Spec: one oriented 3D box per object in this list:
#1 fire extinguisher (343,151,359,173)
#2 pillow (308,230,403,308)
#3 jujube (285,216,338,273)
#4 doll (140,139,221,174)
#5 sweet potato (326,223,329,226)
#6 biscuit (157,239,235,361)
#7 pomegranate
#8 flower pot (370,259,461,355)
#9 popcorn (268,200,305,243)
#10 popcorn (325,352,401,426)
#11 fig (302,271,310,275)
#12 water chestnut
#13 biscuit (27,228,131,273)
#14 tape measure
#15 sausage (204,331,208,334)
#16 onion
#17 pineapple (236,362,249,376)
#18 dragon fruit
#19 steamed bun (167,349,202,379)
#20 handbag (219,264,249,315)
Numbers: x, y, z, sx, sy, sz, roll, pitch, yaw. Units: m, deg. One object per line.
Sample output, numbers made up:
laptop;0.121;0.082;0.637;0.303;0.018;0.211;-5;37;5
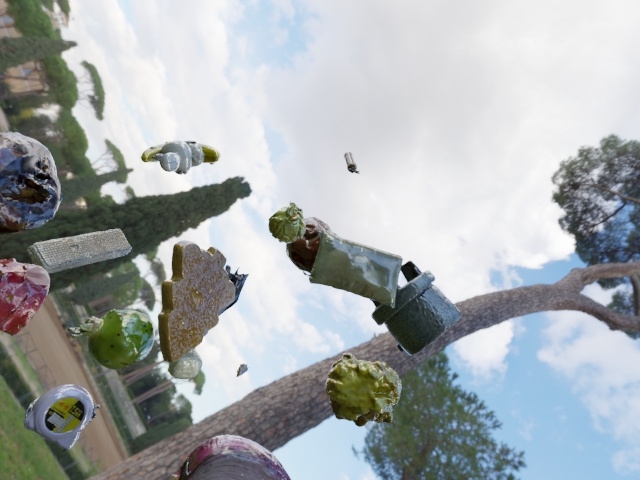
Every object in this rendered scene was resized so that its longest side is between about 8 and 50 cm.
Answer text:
fire extinguisher;0.148;-0.366;1.915;0.177;0.062;0.050;-99;-157;-52
pillow;0.116;0.092;1.298;0.075;0.303;0.184;127;-20;-69
jujube;-0.017;0.040;1.925;0.377;0.277;0.276;29;-46;42
doll;-0.457;-0.271;1.302;0.252;0.237;0.110;21;-67;40
sweet potato;0.001;0.001;2.233;0.055;0.058;0.202;22;-92;54
biscuit;-0.247;0.118;0.775;0.041;0.238;0.212;6;-33;21
pomegranate;-0.846;0.396;1.646;0.261;0.341;0.260;-18;-120;33
flower pot;0.330;0.240;1.485;0.282;0.299;0.299;50;-34;13
popcorn;-0.125;-0.059;1.488;0.162;0.136;0.141;117;-33;-65
popcorn;0.101;0.361;0.965;0.198;0.155;0.197;13;-37;10
fig;0.025;0.168;2.136;0.148;0.202;0.149;50;1;-4
water chestnut;-0.823;-0.144;1.066;0.300;0.300;0.299;35;-43;40
biscuit;-1.095;0.041;1.848;0.079;0.426;0.144;-36;-96;27
tape measure;-0.862;0.579;1.345;0.105;0.178;0.196;-5;-53;51
sausage;-0.487;0.299;1.499;0.133;0.133;0.258;57;-14;15
onion;-0.153;0.539;0.816;0.349;0.267;0.159;30;-4;-15
pineapple;-0.304;0.501;1.562;0.019;0.083;0.045;4;-92;16
dragon fruit;-0.919;0.132;1.192;0.261;0.189;0.162;49;-31;40
steamed bun;-0.532;0.478;1.572;0.091;0.130;0.112;31;-81;43
handbag;-0.499;0.268;1.973;0.118;0.326;0.269;34;-62;6
